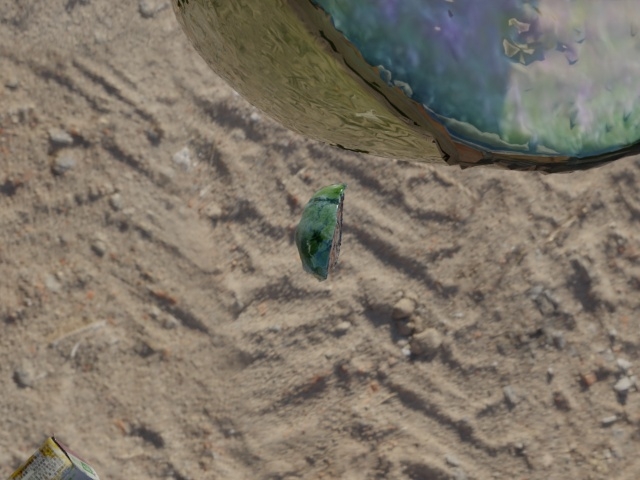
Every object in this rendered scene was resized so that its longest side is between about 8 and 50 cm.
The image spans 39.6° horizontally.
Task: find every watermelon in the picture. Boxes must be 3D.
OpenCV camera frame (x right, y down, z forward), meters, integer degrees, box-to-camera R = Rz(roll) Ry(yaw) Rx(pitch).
[{"bbox_3d":[0.000,0.000,1.441,0.071,0.139,0.187,6,57,11],"label":"watermelon"}]

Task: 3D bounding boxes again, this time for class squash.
[{"bbox_3d":[0.011,-0.174,0.498,0.311,0.309,0.310,1,87,-33],"label":"squash"}]

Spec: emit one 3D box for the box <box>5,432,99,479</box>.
[{"bbox_3d":[-0.248,0.229,0.627,0.041,0.050,0.207,37,73,26],"label":"box"}]
